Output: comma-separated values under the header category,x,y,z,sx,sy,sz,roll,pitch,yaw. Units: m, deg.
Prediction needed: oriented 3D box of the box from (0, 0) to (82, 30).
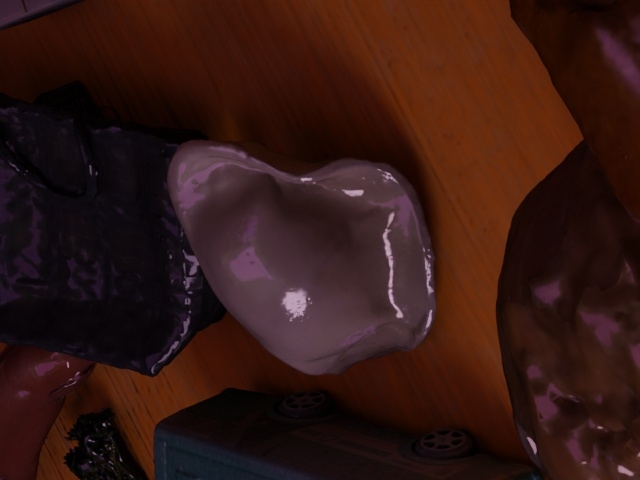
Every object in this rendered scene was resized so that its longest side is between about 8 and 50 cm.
category,x,y,z,sx,sy,sz,roll,pitch,yaw
box,-0.162,-0.223,1.147,0.233,0.067,0.149,-10,102,49

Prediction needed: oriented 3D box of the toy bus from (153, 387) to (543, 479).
category,x,y,z,sx,sy,sz,roll,pitch,yaw
toy bus,0.013,0.156,1.127,0.261,0.109,0.091,9,110,44

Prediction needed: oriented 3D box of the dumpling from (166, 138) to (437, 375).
category,x,y,z,sx,sy,sz,roll,pitch,yaw
dumpling,-0.002,-0.001,1.066,0.134,0.100,0.169,-28,90,37

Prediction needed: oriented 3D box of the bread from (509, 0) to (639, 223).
category,x,y,z,sx,sy,sz,roll,pitch,yaw
bread,0.211,-0.123,0.647,0.312,0.172,0.312,-1,88,31

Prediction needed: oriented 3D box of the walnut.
category,x,y,z,sx,sy,sz,roll,pitch,yaw
walnut,0.179,0.053,0.822,0.198,0.198,0.245,-27,96,51

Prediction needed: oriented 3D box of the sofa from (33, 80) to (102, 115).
category,x,y,z,sx,sy,sz,roll,pitch,yaw
sofa,-0.188,-0.055,1.286,0.060,0.039,0.118,57,140,10

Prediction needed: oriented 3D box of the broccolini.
category,x,y,z,sx,sy,sz,roll,pitch,yaw
broccolini,-0.113,0.235,1.350,0.254,0.057,0.071,56,-177,15

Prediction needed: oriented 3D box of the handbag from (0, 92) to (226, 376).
category,x,y,z,sx,sy,sz,roll,pitch,yaw
handbag,-0.167,-0.014,1.213,0.270,0.088,0.175,9,121,33

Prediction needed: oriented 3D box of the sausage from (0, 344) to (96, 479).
category,x,y,z,sx,sy,sz,roll,pitch,yaw
sausage,-0.240,0.155,1.431,0.078,0.078,0.304,49,139,18
